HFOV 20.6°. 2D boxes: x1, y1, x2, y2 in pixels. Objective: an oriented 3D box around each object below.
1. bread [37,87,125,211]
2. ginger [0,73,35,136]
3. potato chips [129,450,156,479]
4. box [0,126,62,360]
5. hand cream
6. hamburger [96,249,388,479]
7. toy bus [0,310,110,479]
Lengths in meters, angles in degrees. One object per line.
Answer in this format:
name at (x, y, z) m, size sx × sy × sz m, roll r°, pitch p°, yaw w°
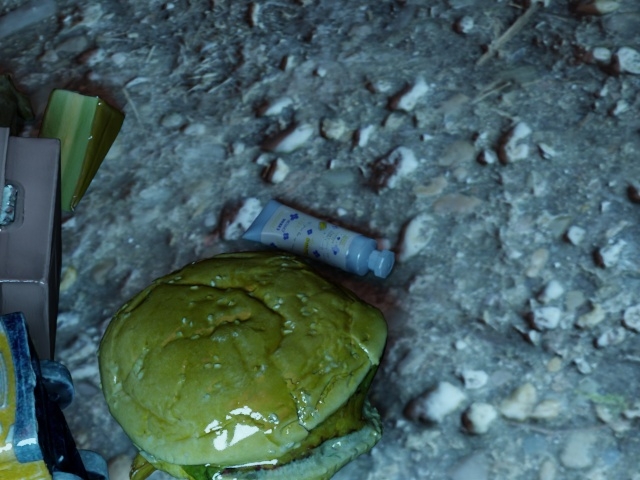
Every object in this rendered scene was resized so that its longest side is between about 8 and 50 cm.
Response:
bread at (-0.286, -0.097, 2.053) m, size 0.074 × 0.084 × 0.139 m, roll 11°, pitch 82°, yaw 15°
ginger at (-0.391, -0.083, 1.997) m, size 0.084 × 0.122 × 0.290 m, roll -25°, pitch 42°, yaw 33°
potato chips at (-0.096, 0.198, 1.765) m, size 0.204 × 0.026 × 0.037 m, roll -16°, pitch 51°, yaw -8°
box at (-0.314, 0.029, 1.815) m, size 0.086 × 0.215 × 0.215 m, roll 3°, pitch 48°, yaw -6°
hand cream at (0.000, 0.000, 1.915) m, size 0.170 × 0.043 × 0.065 m, roll 21°, pitch 54°, yaw 25°
hamburger at (-0.072, 0.121, 1.729) m, size 0.285 × 0.134 × 0.265 m, roll 24°, pitch 42°, yaw 39°
toy bus at (-0.293, 0.227, 1.566) m, size 0.194 × 0.323 × 0.162 m, roll -13°, pitch 49°, yaw -2°
